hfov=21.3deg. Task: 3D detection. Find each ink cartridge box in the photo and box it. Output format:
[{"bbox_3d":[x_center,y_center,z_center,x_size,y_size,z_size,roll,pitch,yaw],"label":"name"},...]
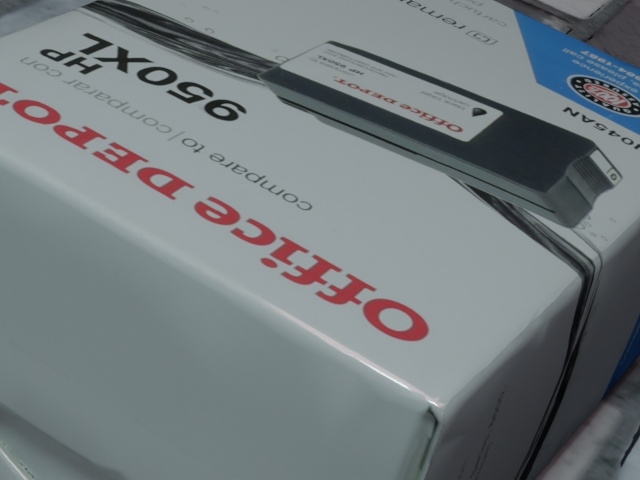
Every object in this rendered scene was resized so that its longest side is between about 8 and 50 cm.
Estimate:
[{"bbox_3d":[0.000,0.000,0.837,0.285,0.166,0.395,28,31,18],"label":"ink cartridge box"}]
